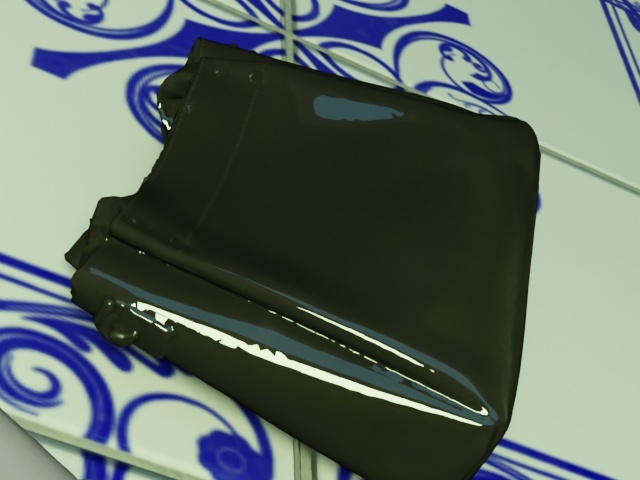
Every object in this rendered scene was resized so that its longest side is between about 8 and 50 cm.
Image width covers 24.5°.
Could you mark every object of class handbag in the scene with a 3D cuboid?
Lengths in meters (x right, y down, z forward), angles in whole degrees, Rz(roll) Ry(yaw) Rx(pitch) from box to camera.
[{"bbox_3d":[0.000,0.000,0.856,0.257,0.113,0.285,24,40,-5],"label":"handbag"}]

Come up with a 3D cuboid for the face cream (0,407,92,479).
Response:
[{"bbox_3d":[-0.071,0.180,0.586,0.274,0.096,0.154,45,29,-6],"label":"face cream"}]
